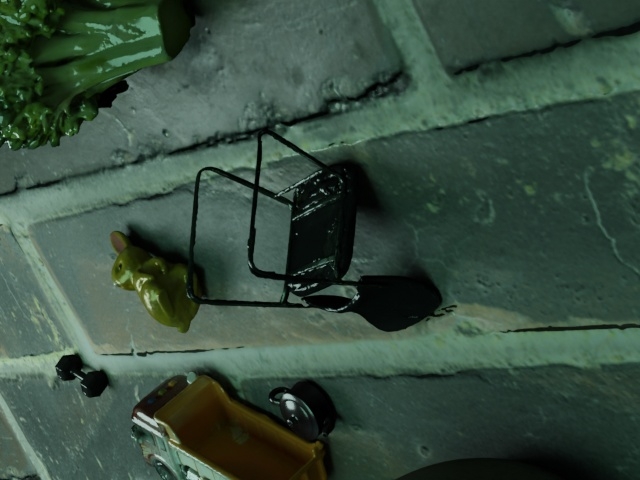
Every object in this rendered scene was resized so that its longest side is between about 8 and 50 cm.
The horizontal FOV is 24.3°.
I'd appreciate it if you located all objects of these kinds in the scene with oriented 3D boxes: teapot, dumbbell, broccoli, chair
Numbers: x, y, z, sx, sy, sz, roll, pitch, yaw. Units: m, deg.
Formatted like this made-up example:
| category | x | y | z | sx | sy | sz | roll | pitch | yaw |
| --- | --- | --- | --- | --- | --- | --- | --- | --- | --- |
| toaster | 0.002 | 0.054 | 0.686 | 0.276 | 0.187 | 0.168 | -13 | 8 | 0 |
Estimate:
| category | x | y | z | sx | sy | sz | roll | pitch | yaw |
| --- | --- | --- | --- | --- | --- | --- | --- | --- | --- |
| teapot | -0.023 | 0.197 | 1.704 | 0.100 | 0.045 | 0.068 | 27 | 136 | 35 |
| dumbbell | -0.341 | 0.192 | 2.113 | 0.083 | 0.040 | 0.036 | 26 | 168 | 37 |
| broccoli | -0.245 | -0.218 | 1.528 | 0.243 | 0.263 | 0.247 | 0 | 160 | 24 |
| chair | 0.000 | 0.000 | 1.455 | 0.140 | 0.221 | 0.145 | -25 | 56 | 57 |

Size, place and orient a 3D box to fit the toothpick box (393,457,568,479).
| category | x | y | z | sx | sy | sz | roll | pitch | yaw |
| --- | --- | --- | --- | --- | --- | --- | --- | --- | --- |
| toothpick box | 0.114 | 0.449 | 1.405 | 0.409 | 0.425 | 0.409 | 33 | 141 | 31 |

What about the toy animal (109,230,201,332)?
| category | x | y | z | sx | sy | sz | roll | pitch | yaw |
| --- | --- | --- | --- | --- | --- | --- | --- | --- | --- |
| toy animal | -0.212 | 0.043 | 1.795 | 0.159 | 0.070 | 0.083 | 35 | 144 | 36 |

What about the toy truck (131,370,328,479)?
| category | x | y | z | sx | sy | sz | roll | pitch | yaw |
| --- | --- | --- | --- | --- | --- | --- | --- | --- | --- |
| toy truck | -0.115 | 0.260 | 1.817 | 0.270 | 0.114 | 0.135 | 22 | 138 | 40 |
